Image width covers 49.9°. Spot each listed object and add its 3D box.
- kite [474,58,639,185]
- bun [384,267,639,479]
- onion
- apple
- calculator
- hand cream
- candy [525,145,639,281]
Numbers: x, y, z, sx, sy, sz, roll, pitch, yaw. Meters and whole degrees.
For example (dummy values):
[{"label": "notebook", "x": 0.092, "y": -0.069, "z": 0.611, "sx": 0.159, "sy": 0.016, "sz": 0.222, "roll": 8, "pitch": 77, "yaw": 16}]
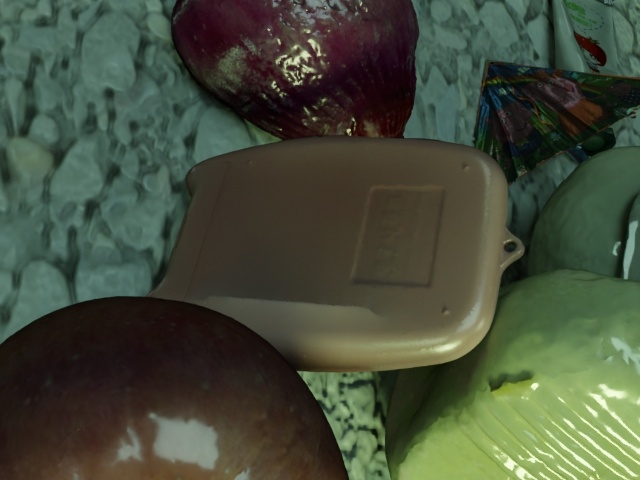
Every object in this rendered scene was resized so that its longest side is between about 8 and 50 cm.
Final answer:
[{"label": "kite", "x": 0.286, "y": -0.160, "z": 0.873, "sx": 0.321, "sy": 0.016, "sz": 0.234, "roll": -29, "pitch": 58, "yaw": -8}, {"label": "bun", "x": 0.233, "y": 0.166, "z": 0.585, "sx": 0.361, "sy": 0.361, "sz": 0.213, "roll": 40, "pitch": 40, "yaw": -5}, {"label": "onion", "x": 0.018, "y": -0.211, "z": 0.731, "sx": 0.267, "sy": 0.159, "sz": 0.348, "roll": -40, "pitch": 88, "yaw": -29}, {"label": "apple", "x": -0.120, "y": 0.190, "z": 0.451, "sx": 0.306, "sy": 0.235, "sz": 0.305, "roll": 1, "pitch": 86, "yaw": -15}, {"label": "calculator", "x": 0.000, "y": 0.000, "z": 0.576, "sx": 0.330, "sy": 0.048, "sz": 0.220, "roll": 0, "pitch": 60, "yaw": 23}, {"label": "hand cream", "x": 0.379, "y": -0.263, "z": 0.979, "sx": 0.121, "sy": 0.076, "sz": 0.336, "roll": 21, "pitch": 56, "yaw": -17}, {"label": "candy", "x": 0.343, "y": 0.042, "z": 0.761, "sx": 0.296, "sy": 0.185, "sz": 0.295, "roll": 0, "pitch": 91, "yaw": -32}]
